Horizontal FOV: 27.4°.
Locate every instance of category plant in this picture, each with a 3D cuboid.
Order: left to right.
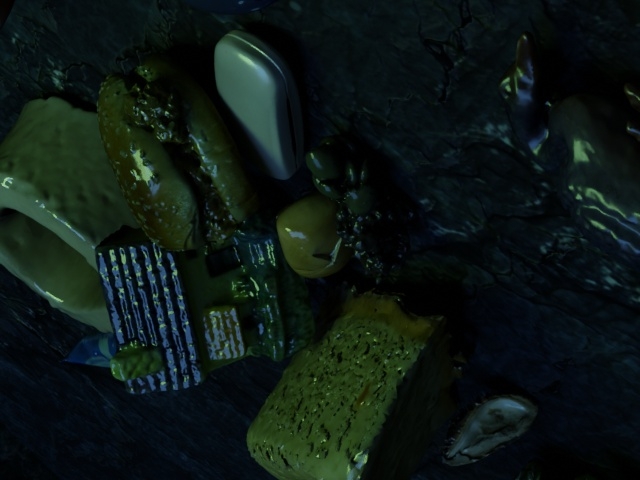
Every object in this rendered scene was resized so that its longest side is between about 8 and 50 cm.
[{"bbox_3d":[0.040,-0.036,1.300,0.087,0.085,0.174,-12,128,26],"label":"plant"}]

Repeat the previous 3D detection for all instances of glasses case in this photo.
[{"bbox_3d":[-0.058,-0.128,1.272,0.081,0.051,0.204,35,159,19],"label":"glasses case"}]

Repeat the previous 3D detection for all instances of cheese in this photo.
[{"bbox_3d":[-0.303,-0.024,1.655,0.292,0.153,0.332,41,153,-15],"label":"cheese"}]

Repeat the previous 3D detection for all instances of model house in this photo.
[{"bbox_3d":[-0.145,0.058,1.463,0.170,0.211,0.194,15,121,53],"label":"model house"}]

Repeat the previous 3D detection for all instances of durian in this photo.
[{"bbox_3d":[0.191,0.213,1.528,0.066,0.130,0.052,60,-179,7],"label":"durian"}]

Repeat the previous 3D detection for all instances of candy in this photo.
[{"bbox_3d":[-0.239,0.127,1.837,0.331,0.187,0.077,-11,97,57],"label":"candy"}]

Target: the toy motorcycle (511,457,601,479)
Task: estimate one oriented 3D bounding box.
[{"bbox_3d":[0.342,0.330,1.535,0.205,0.127,0.275,38,162,-4],"label":"toy motorcycle"}]

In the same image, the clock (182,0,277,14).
[{"bbox_3d":[-0.042,-0.256,0.923,0.199,0.146,0.243,40,148,-22],"label":"clock"}]

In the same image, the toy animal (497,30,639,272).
[{"bbox_3d":[0.255,-0.047,0.951,0.298,0.122,0.185,38,152,9],"label":"toy animal"}]

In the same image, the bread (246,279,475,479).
[{"bbox_3d":[0.090,0.208,1.470,0.279,0.248,0.315,41,168,-25],"label":"bread"}]

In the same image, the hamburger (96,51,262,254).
[{"bbox_3d":[-0.156,-0.091,1.330,0.189,0.122,0.215,54,170,40],"label":"hamburger"}]

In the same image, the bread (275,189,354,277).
[{"bbox_3d":[0.000,0.000,1.394,0.115,0.082,0.056,78,166,-52],"label":"bread"}]

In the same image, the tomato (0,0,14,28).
[{"bbox_3d":[-0.398,-0.264,1.267,0.208,0.208,0.184,45,150,-21],"label":"tomato"}]
